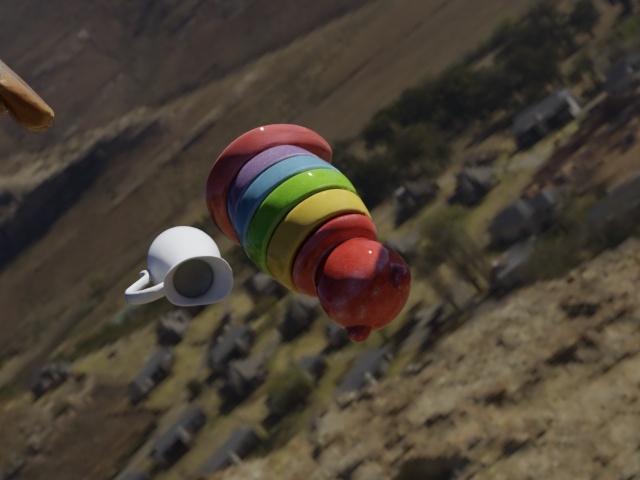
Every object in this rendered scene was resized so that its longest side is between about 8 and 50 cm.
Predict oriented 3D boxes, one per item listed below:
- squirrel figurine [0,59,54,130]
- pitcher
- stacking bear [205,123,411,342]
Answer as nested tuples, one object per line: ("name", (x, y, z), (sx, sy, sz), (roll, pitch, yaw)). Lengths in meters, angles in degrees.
("squirrel figurine", (-0.713, -0.212, 2.274), (0.370, 0.281, 0.397), (-48, 54, 2))
("pitcher", (-0.249, 0.054, 2.344), (0.178, 0.125, 0.207), (-13, 16, -11))
("stacking bear", (0.000, 0.000, 1.663), (0.175, 0.164, 0.289), (-50, 53, 7))
